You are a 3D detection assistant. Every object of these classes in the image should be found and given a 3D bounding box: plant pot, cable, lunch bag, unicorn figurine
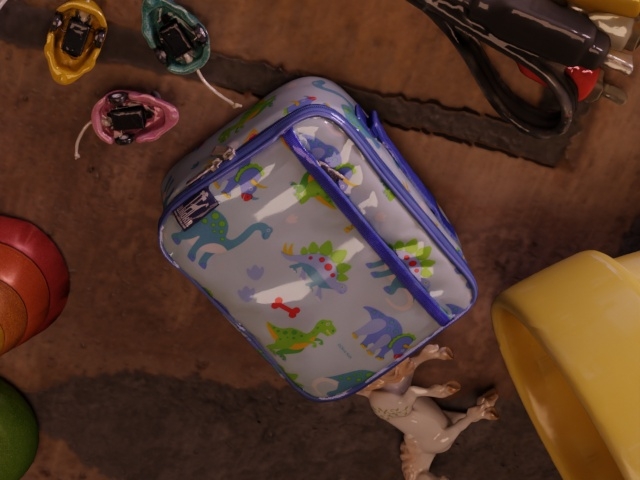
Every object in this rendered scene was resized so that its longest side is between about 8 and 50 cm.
[{"bbox_3d":[0.286,0.098,1.020,0.239,0.254,0.254,-27,117,-5],"label":"plant pot"},{"bbox_3d":[0.104,-0.170,0.980,0.287,0.072,0.139,26,133,-1],"label":"cable"},{"bbox_3d":[0.000,0.000,1.037,0.176,0.090,0.219,-33,115,13],"label":"lunch bag"},{"bbox_3d":[0.087,0.148,1.140,0.111,0.060,0.162,-32,107,26],"label":"unicorn figurine"}]

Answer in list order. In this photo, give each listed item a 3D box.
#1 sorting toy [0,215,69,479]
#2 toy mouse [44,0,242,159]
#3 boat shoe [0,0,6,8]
[{"bbox_3d":[-0.287,0.162,1.099,0.127,0.126,0.366,13,117,-8],"label":"sorting toy"},{"bbox_3d":[-0.123,-0.121,0.999,0.143,0.031,0.161,14,118,-8],"label":"toy mouse"},{"bbox_3d":[-0.249,-0.180,0.922,0.108,0.102,0.301,33,106,0],"label":"boat shoe"}]
